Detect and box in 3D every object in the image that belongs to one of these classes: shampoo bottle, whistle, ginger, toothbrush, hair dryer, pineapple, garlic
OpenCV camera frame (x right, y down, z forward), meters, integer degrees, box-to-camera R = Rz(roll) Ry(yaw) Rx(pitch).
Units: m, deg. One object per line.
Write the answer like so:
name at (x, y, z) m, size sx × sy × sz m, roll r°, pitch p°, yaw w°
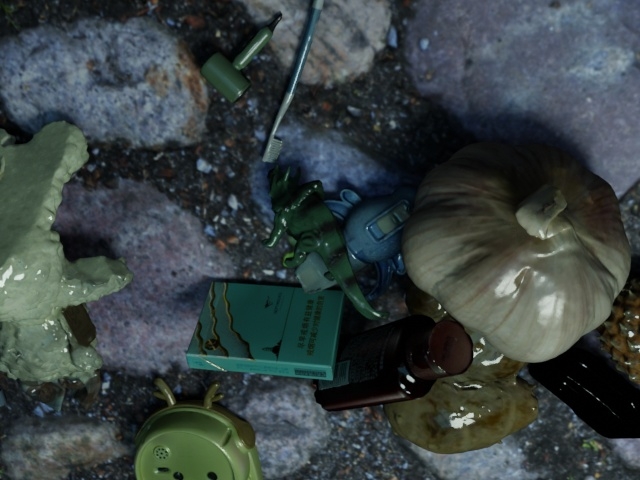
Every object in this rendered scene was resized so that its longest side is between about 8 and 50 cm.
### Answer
shampoo bottle at (0.098, 0.181, 1.027) m, size 0.084 × 0.129 × 0.323 m, roll 30°, pitch 151°, yaw -17°
whistle at (0.070, -0.003, 1.086) m, size 0.269 × 0.093 × 0.180 m, roll -34°, pitch 93°, yaw 25°
ginger at (0.225, 0.190, 1.095) m, size 0.245 × 0.155 × 0.303 m, roll 8°, pitch 102°, yaw 14°
toothbrush at (-0.037, -0.243, 1.053) m, size 0.025 × 0.019 × 0.275 m, roll 20°, pitch 111°, yaw -3°
hair dryer at (-0.107, -0.283, 1.047) m, size 0.071 × 0.047 × 0.150 m, roll 43°, pitch 99°, yaw -8°
pineapple at (0.483, 0.124, 1.022) m, size 0.166 × 0.166 × 0.193 m, roll -36°, pitch 74°, yaw 19°
garlic at (0.272, 0.001, 0.954) m, size 0.322 × 0.322 × 0.241 m, roll 42°, pitch 135°, yaw -6°

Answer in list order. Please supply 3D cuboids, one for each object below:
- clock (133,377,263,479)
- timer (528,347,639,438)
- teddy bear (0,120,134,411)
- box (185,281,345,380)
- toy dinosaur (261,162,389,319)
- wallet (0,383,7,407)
clock at (-0.231, 0.394, 1.260) m, size 0.235 × 0.096 × 0.307 m, roll -1°, pitch 107°, yaw 11°
timer at (0.423, 0.244, 1.079) m, size 0.187 × 0.144 × 0.055 m, roll 39°, pitch 67°, yaw -4°
teddy bear at (-0.468, 0.056, 1.185) m, size 0.328 × 0.375 × 0.362 m, roll -3°, pitch 149°, yaw 10°
box at (-0.083, 0.140, 1.116) m, size 0.229 × 0.162 × 0.041 m, roll 3°, pitch 133°, yaw 8°
toy dinosaur at (-0.013, 0.008, 1.040) m, size 0.120 × 0.079 × 0.291 m, roll -33°, pitch 72°, yaw 29°
wallet at (-0.686, 0.217, 1.295) m, size 0.170 × 0.069 × 0.230 m, roll -12°, pitch 100°, yaw 9°
